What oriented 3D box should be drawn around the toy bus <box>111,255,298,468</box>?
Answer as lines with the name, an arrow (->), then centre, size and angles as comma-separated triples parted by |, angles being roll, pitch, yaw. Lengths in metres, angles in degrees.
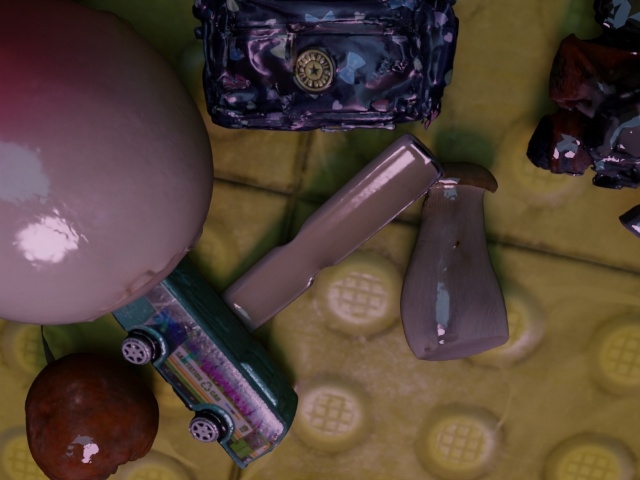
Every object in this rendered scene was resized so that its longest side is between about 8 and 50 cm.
toy bus -> -0.131, 0.130, 0.824 | 0.109, 0.091, 0.261 | -33, 103, 21

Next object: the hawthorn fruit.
hawthorn fruit -> -0.279, 0.198, 0.834 | 0.189, 0.149, 0.149 | 33, 106, -7

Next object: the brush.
brush -> 0.000, 0.000, 0.789 | 0.060, 0.050, 0.321 | 45, 119, -8

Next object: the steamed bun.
steamed bun -> -0.256, -0.091, 0.643 | 0.309, 0.309, 0.309 | 1, 107, 4

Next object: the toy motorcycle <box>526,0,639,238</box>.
toy motorcycle -> 0.347, -0.062, 0.711 | 0.207, 0.134, 0.401 | -36, 94, 13

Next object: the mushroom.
mushroom -> 0.137, 0.028, 0.788 | 0.116, 0.093, 0.225 | -10, 97, -8

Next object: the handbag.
handbag -> 0.001, -0.186, 0.716 | 0.260, 0.113, 0.162 | 3, 102, 10
